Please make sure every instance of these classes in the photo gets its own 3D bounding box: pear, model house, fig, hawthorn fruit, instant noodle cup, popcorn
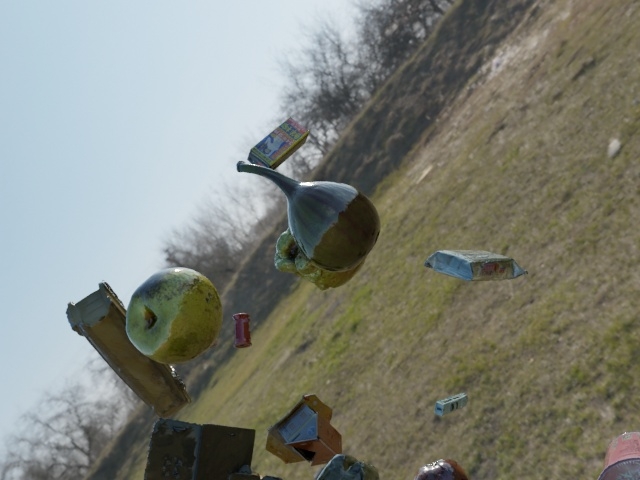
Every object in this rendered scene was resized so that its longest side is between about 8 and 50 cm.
[{"bbox_3d":[-0.289,0.153,1.291,0.197,0.197,0.197,-50,1,1],"label":"pear"},{"bbox_3d":[-0.019,0.565,1.744,0.207,0.219,0.136,-43,39,-10],"label":"model house"},{"bbox_3d":[-0.023,-0.055,0.886,0.124,0.236,0.124,-48,-12,-14],"label":"fig"},{"bbox_3d":[0.376,0.787,1.912,0.181,0.234,0.181,-8,-19,-3],"label":"hawthorn fruit"},{"bbox_3d":[0.898,0.673,1.766,0.243,0.243,0.231,-49,-13,22],"label":"instant noodle cup"},{"bbox_3d":[0.001,-0.003,1.697,0.226,0.276,0.276,-31,10,28],"label":"popcorn"},{"bbox_3d":[-0.182,0.436,1.124,0.204,0.244,0.211,113,165,-74],"label":"model house"}]

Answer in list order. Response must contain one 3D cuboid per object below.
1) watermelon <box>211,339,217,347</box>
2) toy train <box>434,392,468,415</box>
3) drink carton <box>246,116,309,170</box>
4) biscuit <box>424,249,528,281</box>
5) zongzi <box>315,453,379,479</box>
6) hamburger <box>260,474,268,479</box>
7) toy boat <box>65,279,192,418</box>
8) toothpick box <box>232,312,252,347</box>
[{"bbox_3d":[-0.495,0.248,2.136,0.283,0.293,0.250,-48,30,2],"label":"watermelon"},{"bbox_3d":[0.465,0.570,2.210,0.208,0.047,0.043,1,-84,-51],"label":"toy train"},{"bbox_3d":[-0.107,-0.238,1.598,0.165,0.071,0.056,-46,-11,-34],"label":"drink carton"},{"bbox_3d":[0.487,0.077,1.957,0.309,0.186,0.079,1,-75,-43],"label":"biscuit"},{"bbox_3d":[-0.049,0.513,1.148,0.145,0.300,0.273,37,-120,-56],"label":"zongzi"},{"bbox_3d":[-0.136,0.719,1.735,0.135,0.208,0.155,-44,-24,-10],"label":"hamburger"},{"bbox_3d":[-0.487,0.303,1.649,0.136,0.445,0.162,-35,24,-8],"label":"toy boat"},{"bbox_3d":[-0.198,0.226,1.596,0.047,0.047,0.083,131,137,-57],"label":"toothpick box"}]
